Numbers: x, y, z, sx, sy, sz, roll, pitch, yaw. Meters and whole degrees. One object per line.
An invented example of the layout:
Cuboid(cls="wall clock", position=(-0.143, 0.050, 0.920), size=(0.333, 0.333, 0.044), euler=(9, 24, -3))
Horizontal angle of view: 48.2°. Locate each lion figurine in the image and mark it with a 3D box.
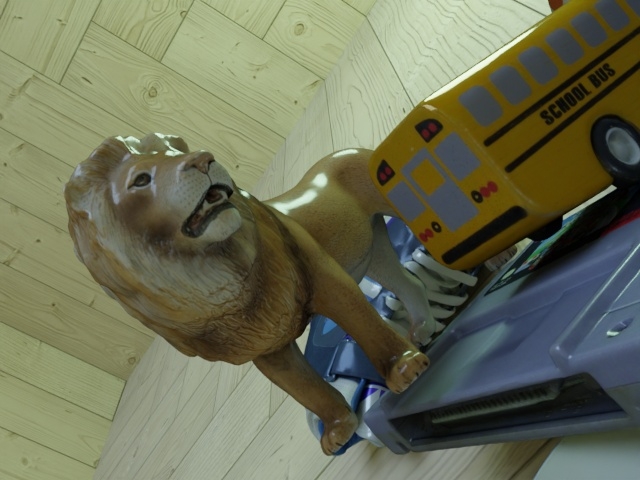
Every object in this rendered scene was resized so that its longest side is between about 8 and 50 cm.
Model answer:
Cuboid(cls="lion figurine", position=(0.000, 0.000, 0.563), size=(0.142, 0.240, 0.392), euler=(-48, -9, 27))

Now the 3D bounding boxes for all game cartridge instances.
Cuboid(cls="game cartridge", position=(0.171, 0.041, 0.488), size=(0.230, 0.068, 0.355), euler=(-46, -1, -25))

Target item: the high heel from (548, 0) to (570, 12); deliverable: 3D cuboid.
Cuboid(cls="high heel", position=(0.368, -0.327, 0.794), size=(0.182, 0.127, 0.377), euler=(-13, 11, 5))

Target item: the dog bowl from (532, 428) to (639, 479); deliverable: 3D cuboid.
Cuboid(cls="dog bowl", position=(0.193, 0.180, 0.303), size=(0.265, 0.104, 0.265), euler=(-54, 16, 23))

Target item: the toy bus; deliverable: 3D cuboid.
Cuboid(cls="toy bus", position=(0.198, -0.105, 0.547), size=(0.333, 0.130, 0.108), euler=(-37, -5, -31))

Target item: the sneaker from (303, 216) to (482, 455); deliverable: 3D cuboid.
Cuboid(cls="sneaker", position=(0.094, 0.101, 0.768), size=(0.323, 0.130, 0.236), euler=(-45, 29, 34))
